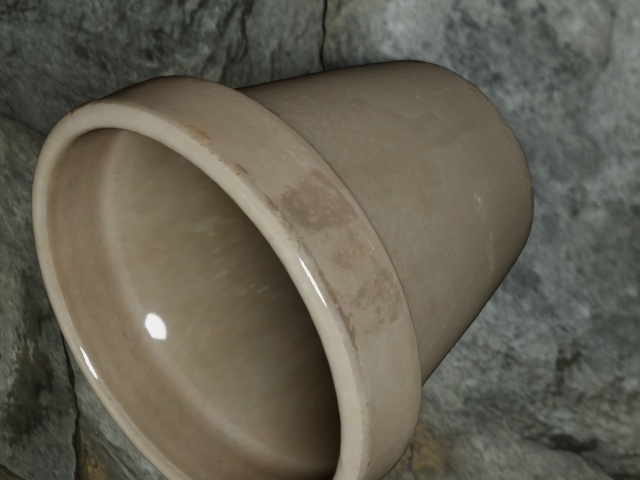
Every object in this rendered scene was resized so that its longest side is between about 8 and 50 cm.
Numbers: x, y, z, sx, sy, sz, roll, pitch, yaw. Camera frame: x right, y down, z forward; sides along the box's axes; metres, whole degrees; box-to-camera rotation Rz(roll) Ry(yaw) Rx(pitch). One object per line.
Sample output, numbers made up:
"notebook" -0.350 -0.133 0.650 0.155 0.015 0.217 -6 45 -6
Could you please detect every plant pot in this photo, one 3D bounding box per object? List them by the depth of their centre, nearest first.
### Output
"plant pot" 0.000 0.000 0.820 0.263 0.229 0.263 30 137 34
